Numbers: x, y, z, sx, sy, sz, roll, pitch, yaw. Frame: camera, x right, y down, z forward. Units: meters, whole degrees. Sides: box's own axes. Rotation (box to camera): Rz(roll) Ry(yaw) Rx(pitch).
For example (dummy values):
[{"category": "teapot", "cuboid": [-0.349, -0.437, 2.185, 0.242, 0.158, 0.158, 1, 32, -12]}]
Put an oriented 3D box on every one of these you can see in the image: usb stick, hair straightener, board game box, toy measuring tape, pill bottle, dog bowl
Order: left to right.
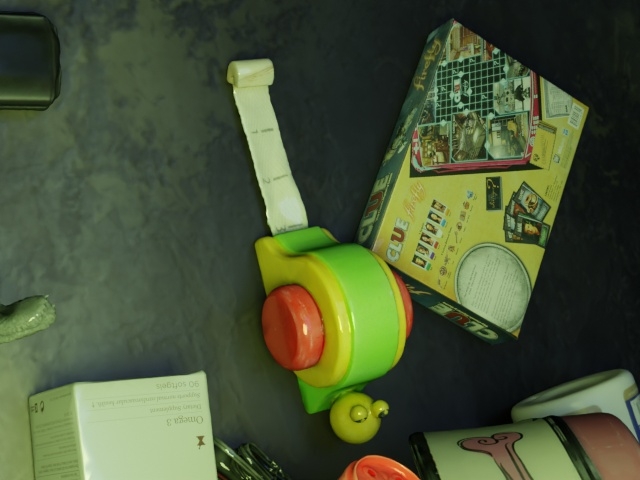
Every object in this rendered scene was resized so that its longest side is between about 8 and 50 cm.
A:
[{"category": "usb stick", "cuboid": [-0.322, -0.133, 1.066, 0.278, 0.045, 0.077, -2, 87, -30]}, {"category": "hair straightener", "cuboid": [-0.021, 0.196, 1.132, 0.230, 0.089, 0.047, 45, 63, -13]}, {"category": "toy measuring tape", "cuboid": [0.000, 0.000, 1.175, 0.121, 0.121, 0.330, -11, 84, -31]}, {"category": "board game box", "cuboid": [0.135, -0.053, 1.304, 0.165, 0.042, 0.243, 30, 66, -21]}, {"category": "pill bottle", "cuboid": [0.245, 0.215, 1.264, 0.112, 0.112, 0.186, -18, 88, -31]}, {"category": "dog bowl", "cuboid": [0.202, 0.304, 1.040, 0.150, 0.408, 0.408, -21, 89, 0]}]

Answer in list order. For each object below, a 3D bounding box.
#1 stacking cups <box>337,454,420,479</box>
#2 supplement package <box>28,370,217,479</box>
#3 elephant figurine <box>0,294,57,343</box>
[{"category": "stacking cups", "cuboid": [-0.025, 0.279, 0.984, 0.096, 0.316, 0.096, 24, 30, -15]}, {"category": "supplement package", "cuboid": [-0.139, 0.192, 1.057, 0.105, 0.105, 0.179, -3, 80, -31]}, {"category": "elephant figurine", "cuboid": [-0.328, -0.017, 0.983, 0.186, 0.169, 0.239, 8, 55, -57]}]
